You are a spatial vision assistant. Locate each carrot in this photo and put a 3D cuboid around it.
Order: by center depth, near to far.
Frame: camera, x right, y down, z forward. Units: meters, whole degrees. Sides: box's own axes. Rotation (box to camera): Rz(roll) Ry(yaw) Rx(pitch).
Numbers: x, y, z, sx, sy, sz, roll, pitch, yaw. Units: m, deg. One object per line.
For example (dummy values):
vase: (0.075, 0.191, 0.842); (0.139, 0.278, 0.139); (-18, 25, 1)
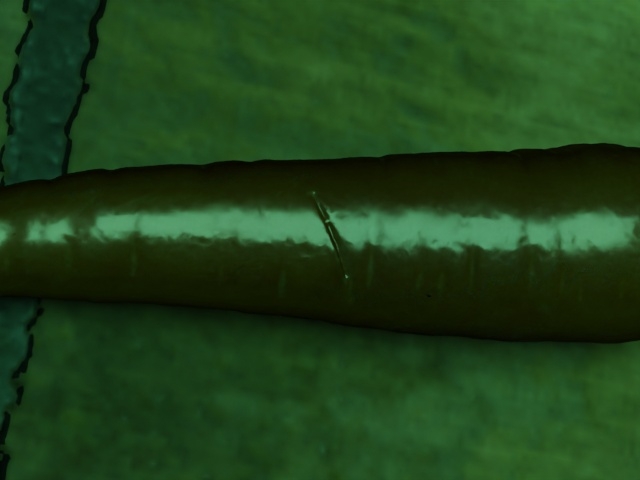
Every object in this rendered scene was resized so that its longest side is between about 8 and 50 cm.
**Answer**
carrot: (0.000, 0.000, 0.477); (0.336, 0.069, 0.069); (0, 75, -8)
